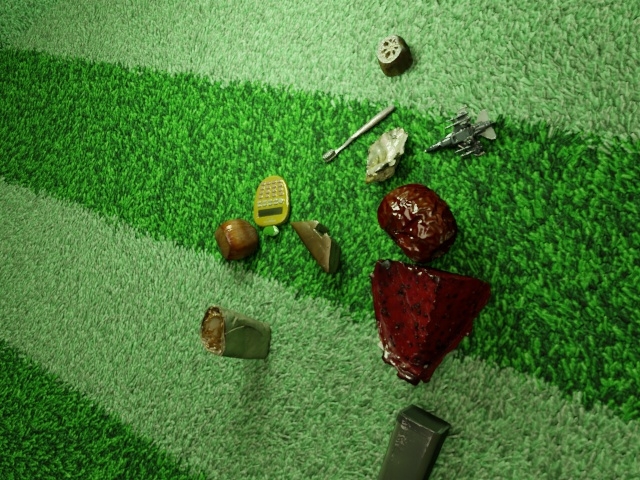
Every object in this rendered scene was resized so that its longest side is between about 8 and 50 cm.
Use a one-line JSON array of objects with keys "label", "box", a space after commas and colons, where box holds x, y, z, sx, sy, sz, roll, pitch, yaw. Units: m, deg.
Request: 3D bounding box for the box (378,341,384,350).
[{"label": "box", "box": [0.220, 0.303, 1.407, 0.054, 0.024, 0.083, 40, 97, 28]}]

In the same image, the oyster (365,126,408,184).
[{"label": "oyster", "box": [0.224, -0.278, 1.523, 0.133, 0.072, 0.209, -2, 57, 30]}]

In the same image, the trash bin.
[{"label": "trash bin", "box": [0.241, 0.590, 1.251, 0.122, 0.164, 0.240, 20, 87, 27]}]

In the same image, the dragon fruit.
[{"label": "dragon fruit", "box": [0.296, 0.227, 1.351, 0.286, 0.228, 0.329, 14, 99, 53]}]

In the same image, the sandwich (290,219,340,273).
[{"label": "sandwich", "box": [0.000, 0.000, 1.541, 0.088, 0.090, 0.244, -45, 62, 14]}]

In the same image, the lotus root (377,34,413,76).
[{"label": "lotus root", "box": [0.247, -0.633, 1.589, 0.112, 0.081, 0.122, -22, 70, 27]}]

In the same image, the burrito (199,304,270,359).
[{"label": "burrito", "box": [-0.270, 0.302, 1.482, 0.105, 0.299, 0.143, 17, 80, 31]}]

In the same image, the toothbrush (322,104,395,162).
[{"label": "toothbrush", "box": [0.130, -0.371, 1.602, 0.307, 0.029, 0.025, -37, 60, 12]}]

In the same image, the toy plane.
[{"label": "toy plane", "box": [0.429, -0.319, 1.429, 0.234, 0.082, 0.160, -22, 96, 19]}]

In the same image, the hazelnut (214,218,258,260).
[{"label": "hazelnut", "box": [-0.299, -0.004, 1.666, 0.150, 0.150, 0.150, -6, 76, 23]}]

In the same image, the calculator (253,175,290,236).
[{"label": "calculator", "box": [-0.175, -0.125, 1.682, 0.146, 0.032, 0.234, -6, 74, 23]}]

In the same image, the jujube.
[{"label": "jujube", "box": [0.284, -0.058, 1.357, 0.213, 0.213, 0.232, -46, 61, 9]}]
